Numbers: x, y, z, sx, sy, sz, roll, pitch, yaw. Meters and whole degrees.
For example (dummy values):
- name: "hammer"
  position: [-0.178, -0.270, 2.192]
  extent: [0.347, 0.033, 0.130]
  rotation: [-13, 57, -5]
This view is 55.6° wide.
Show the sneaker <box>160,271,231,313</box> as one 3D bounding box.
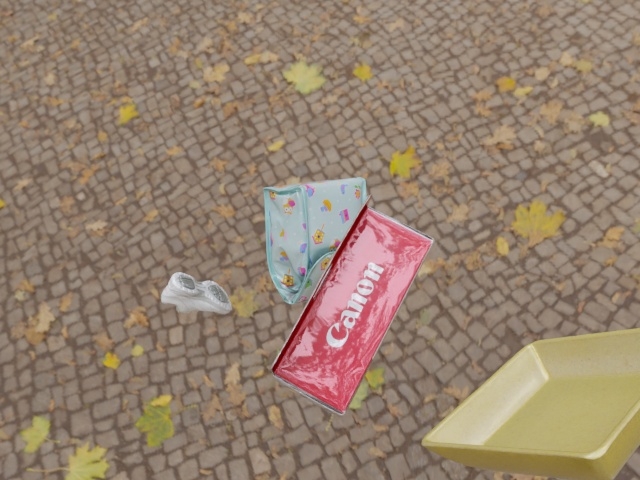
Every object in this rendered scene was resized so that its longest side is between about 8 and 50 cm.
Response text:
- name: "sneaker"
  position: [-0.368, 0.173, 1.784]
  extent: [0.115, 0.232, 0.090]
  rotation: [-42, 42, 22]

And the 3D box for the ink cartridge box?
- name: "ink cartridge box"
  position: [0.053, 0.117, 0.983]
  extent: [0.130, 0.272, 0.309]
  rotation: [27, 76, 8]

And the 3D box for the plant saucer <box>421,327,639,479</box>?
- name: "plant saucer"
  position: [0.371, 0.251, 0.916]
  extent: [0.332, 0.333, 0.081]
  rotation: [-28, 91, -33]

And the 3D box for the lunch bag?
- name: "lunch bag"
  position: [0.000, 0.000, 1.344]
  extent: [0.160, 0.223, 0.262]
  rotation: [0, 98, 42]
